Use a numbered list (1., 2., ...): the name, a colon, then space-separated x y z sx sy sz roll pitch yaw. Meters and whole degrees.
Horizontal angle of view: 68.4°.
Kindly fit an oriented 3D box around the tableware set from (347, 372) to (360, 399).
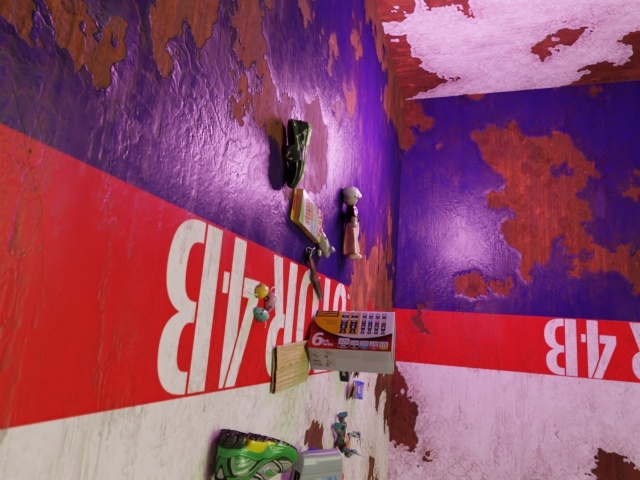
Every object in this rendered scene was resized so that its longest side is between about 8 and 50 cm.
1. tableware set: 0.181 0.703 2.354 0.128 0.039 0.194 32 72 -76

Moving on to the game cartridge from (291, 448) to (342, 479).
1. game cartridge: -0.021 0.865 1.599 0.198 0.062 0.297 14 85 -34

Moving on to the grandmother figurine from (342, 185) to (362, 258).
1. grandmother figurine: 0.148 -0.088 2.232 0.208 0.104 0.342 -170 -103 -81

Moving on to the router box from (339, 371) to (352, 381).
1. router box: 0.124 0.560 2.241 0.133 0.046 0.178 -53 140 -61

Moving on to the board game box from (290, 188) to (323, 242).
1. board game box: -0.047 -0.090 1.731 0.259 0.039 0.124 44 49 -62

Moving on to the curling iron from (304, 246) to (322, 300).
1. curling iron: -0.017 0.133 1.820 0.068 0.035 0.273 -67 151 -48

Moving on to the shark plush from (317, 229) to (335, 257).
1. shark plush: 0.000 0.000 1.891 0.161 0.073 0.067 62 6 -16

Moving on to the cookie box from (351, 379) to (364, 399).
1. cookie box: 0.197 0.785 2.476 0.107 0.040 0.091 52 42 -62

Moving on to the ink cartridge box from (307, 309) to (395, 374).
1. ink cartridge box: 0.129 0.360 1.811 0.271 0.310 0.130 -74 160 -54

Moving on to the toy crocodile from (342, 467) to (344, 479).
1. toy crocodile: 0.051 1.051 1.941 0.115 0.105 0.340 56 38 -60

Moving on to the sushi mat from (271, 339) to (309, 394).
1. sushi mat: -0.097 0.425 1.613 0.316 0.019 0.151 25 65 -71

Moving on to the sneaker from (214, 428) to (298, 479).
1. sneaker: -0.177 0.591 1.248 0.343 0.134 0.146 43 56 -54

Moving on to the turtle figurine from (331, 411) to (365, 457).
1. turtle figurine: 0.123 0.911 2.142 0.175 0.118 0.234 -77 147 -75

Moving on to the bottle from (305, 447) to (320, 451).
1. bottle: -0.005 0.897 1.708 0.118 0.092 0.282 -32 113 -39

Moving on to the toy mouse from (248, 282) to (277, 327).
1. toy mouse: -0.159 0.195 1.398 0.161 0.031 0.143 -36 124 -68

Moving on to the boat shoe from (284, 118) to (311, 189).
1. boat shoe: -0.090 -0.286 1.560 0.079 0.084 0.232 9 89 -33
